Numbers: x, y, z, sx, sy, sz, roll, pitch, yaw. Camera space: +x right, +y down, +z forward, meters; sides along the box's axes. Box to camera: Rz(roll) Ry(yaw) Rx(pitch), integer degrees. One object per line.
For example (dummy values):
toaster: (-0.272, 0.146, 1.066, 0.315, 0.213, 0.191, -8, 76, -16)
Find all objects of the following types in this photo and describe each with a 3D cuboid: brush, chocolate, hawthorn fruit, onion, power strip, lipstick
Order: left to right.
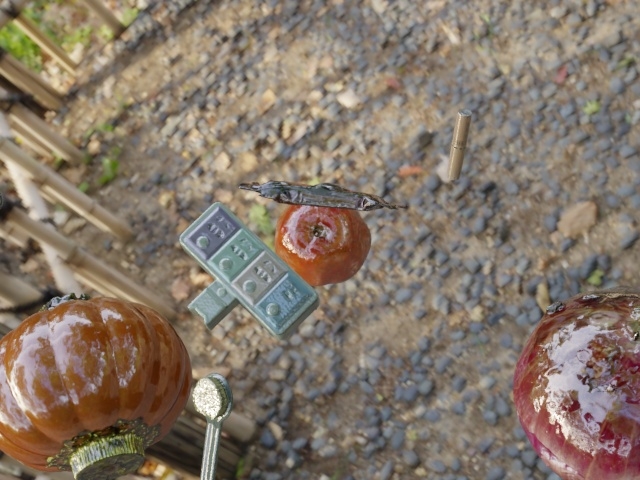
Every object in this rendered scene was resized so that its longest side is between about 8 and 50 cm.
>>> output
brush: (-0.147, 0.294, 1.283, 0.062, 0.027, 0.266, 23, 113, 41)
power strip: (-0.123, 0.064, 1.441, 0.145, 0.061, 0.216, -43, 73, -12)
hawthorn fruit: (0.000, 0.000, 1.771, 0.189, 0.189, 0.189, -17, 54, 25)
chocolate: (0.005, -0.050, 1.096, 0.183, 0.086, 0.028, 6, 94, 18)
lipstick: (0.169, -0.116, 1.218, 0.019, 0.094, 0.019, 3, 38, -2)
onion: (0.429, 0.256, 1.438, 0.348, 0.385, 0.347, 8, 34, -5)

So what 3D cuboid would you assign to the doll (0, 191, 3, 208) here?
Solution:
doll: (-0.391, -0.014, 1.077, 0.027, 0.037, 0.125, -1, 44, 51)

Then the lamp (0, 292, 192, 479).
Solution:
lamp: (-0.247, 0.153, 1.060, 0.223, 0.223, 0.196, -31, 62, 14)
